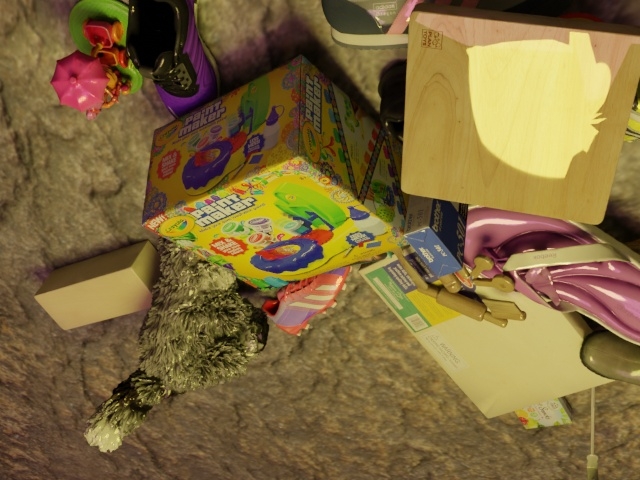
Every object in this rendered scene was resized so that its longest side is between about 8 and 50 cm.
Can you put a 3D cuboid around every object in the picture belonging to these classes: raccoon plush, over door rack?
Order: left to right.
[{"bbox_3d":[-0.277,0.144,1.458,0.216,0.446,0.299,17,147,40],"label":"raccoon plush"},{"bbox_3d":[0.620,0.321,1.560,0.240,0.108,0.324,-1,115,17],"label":"over door rack"}]

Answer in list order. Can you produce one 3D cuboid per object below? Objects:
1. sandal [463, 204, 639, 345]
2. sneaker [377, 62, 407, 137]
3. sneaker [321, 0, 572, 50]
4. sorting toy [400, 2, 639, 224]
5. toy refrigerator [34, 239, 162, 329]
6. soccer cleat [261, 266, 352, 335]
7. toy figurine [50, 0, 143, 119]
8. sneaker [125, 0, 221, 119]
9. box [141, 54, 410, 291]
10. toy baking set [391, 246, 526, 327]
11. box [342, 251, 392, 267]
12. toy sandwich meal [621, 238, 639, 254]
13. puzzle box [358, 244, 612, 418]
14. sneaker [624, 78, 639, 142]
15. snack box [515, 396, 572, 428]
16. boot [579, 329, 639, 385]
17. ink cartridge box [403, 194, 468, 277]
[{"bbox_3d":[0.382,0.054,1.269,0.416,0.102,0.169,22,124,3],"label":"sandal"},{"bbox_3d":[0.209,-0.144,1.189,0.286,0.130,0.109,18,136,-5],"label":"sneaker"},{"bbox_3d":[0.148,-0.320,1.032,0.319,0.112,0.131,-4,137,18],"label":"sneaker"},{"bbox_3d":[0.237,-0.164,1.009,0.255,0.089,0.257,11,132,14],"label":"sorting toy"},{"bbox_3d":[-0.427,0.089,1.653,0.270,0.094,0.102,-16,122,29],"label":"toy refrigerator"},{"bbox_3d":[-0.026,0.097,1.555,0.095,0.083,0.248,30,139,-9],"label":"soccer cleat"},{"bbox_3d":[-0.331,-0.241,1.221,0.130,0.159,0.173,7,138,9],"label":"toy figurine"},{"bbox_3d":[-0.219,-0.260,1.177,0.102,0.146,0.293,6,137,10],"label":"sneaker"},{"bbox_3d":[-0.059,-0.083,1.244,0.290,0.177,0.279,-20,144,32],"label":"box"},{"bbox_3d":[0.214,0.055,1.343,0.256,0.030,0.196,21,150,24],"label":"toy baking set"},{"bbox_3d":[0.000,0.000,1.454,0.244,0.060,0.100,-12,131,27],"label":"box"},{"bbox_3d":[0.517,0.022,1.353,0.086,0.029,0.085,12,145,9],"label":"toy sandwich meal"},{"bbox_3d":[0.294,0.133,1.464,0.272,0.052,0.409,-27,113,37],"label":"puzzle box"},{"bbox_3d":[0.460,-0.164,1.086,0.385,0.145,0.147,4,136,14],"label":"sneaker"},{"bbox_3d":[0.440,0.326,1.689,0.100,0.037,0.141,-16,129,28],"label":"snack box"},{"bbox_3d":[0.564,0.207,1.348,0.247,0.083,0.161,20,172,-9],"label":"boot"},{"bbox_3d":[0.177,-0.055,1.234,0.046,0.207,0.097,-20,127,32],"label":"ink cartridge box"}]
